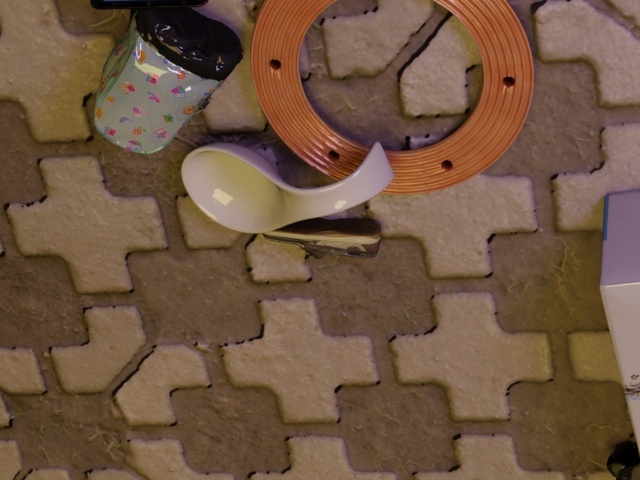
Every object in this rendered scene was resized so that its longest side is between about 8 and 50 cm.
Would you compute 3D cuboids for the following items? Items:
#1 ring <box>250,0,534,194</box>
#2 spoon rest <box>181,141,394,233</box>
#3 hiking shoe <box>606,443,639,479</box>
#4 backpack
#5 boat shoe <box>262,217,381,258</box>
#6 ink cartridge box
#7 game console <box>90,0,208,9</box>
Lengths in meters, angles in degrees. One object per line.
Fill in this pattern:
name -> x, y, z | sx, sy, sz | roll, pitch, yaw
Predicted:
ring -> 0.083, -0.203, 2.049 | 0.337, 0.032, 0.336 | 6, 126, 8
spoon rest -> -0.052, -0.067, 2.111 | 0.276, 0.084, 0.137 | -5, 128, 31
hiking shoe -> 0.431, 0.321, 2.309 | 0.114, 0.086, 0.227 | 23, 121, 13
backpack -> -0.196, -0.193, 2.066 | 0.152, 0.115, 0.182 | 33, 127, -13
boat shoe -> 0.000, 0.000, 2.189 | 0.152, 0.056, 0.049 | 5, 119, 9
ink cartridge box -> 0.453, 0.094, 2.067 | 0.197, 0.198, 0.270 | -8, 122, 16
game console -> -0.195, -0.338, 1.985 | 0.144, 0.085, 0.124 | 0, 124, 12
